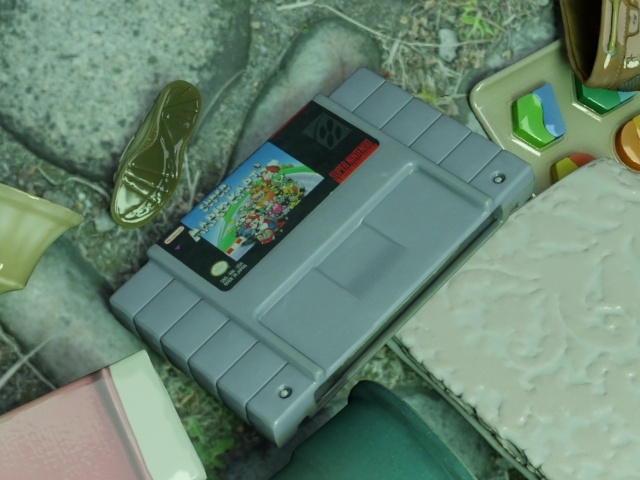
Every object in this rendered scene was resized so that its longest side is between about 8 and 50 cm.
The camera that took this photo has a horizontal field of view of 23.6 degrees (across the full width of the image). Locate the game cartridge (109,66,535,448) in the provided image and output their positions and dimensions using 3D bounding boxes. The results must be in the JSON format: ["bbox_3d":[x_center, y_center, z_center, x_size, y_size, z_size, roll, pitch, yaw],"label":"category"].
[{"bbox_3d":[0.000,0.000,1.425,0.230,0.068,0.355,36,67,26],"label":"game cartridge"}]

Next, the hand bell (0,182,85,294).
[{"bbox_3d":[-0.308,0.071,1.364,0.126,0.126,0.242,20,85,-12],"label":"hand bell"}]

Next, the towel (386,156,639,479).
[{"bbox_3d":[0.269,0.091,1.427,0.317,0.053,0.332,-33,55,-19],"label":"towel"}]

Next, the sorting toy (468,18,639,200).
[{"bbox_3d":[0.281,-0.111,1.611,0.193,0.038,0.208,-29,87,-22],"label":"sorting toy"}]

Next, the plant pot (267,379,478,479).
[{"bbox_3d":[-0.007,0.347,1.276,0.334,0.341,0.341,-32,88,-13],"label":"plant pot"}]

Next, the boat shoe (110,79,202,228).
[{"bbox_3d":[-0.162,-0.081,1.466,0.056,0.048,0.153,24,78,-24],"label":"boat shoe"}]

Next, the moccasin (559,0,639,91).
[{"bbox_3d":[0.272,-0.334,1.608,0.147,0.139,0.380,-5,79,-21],"label":"moccasin"}]

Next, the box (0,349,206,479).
[{"bbox_3d":[-0.237,0.205,1.313,0.232,0.148,0.127,-25,85,-22],"label":"box"}]
